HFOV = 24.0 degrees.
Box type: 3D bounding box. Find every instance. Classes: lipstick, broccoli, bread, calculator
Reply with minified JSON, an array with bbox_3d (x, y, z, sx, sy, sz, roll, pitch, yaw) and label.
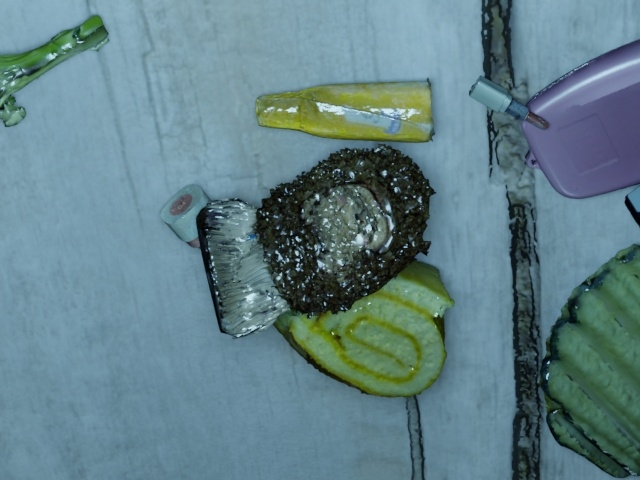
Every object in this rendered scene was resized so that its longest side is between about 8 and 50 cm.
[{"bbox_3d":[-0.131,0.010,1.973,0.063,0.057,0.186,-45,126,-8],"label":"lipstick"},{"bbox_3d":[-0.348,-0.211,1.783,0.204,0.118,0.122,-23,94,-8],"label":"broccoli"},{"bbox_3d":[0.055,0.093,2.008,0.257,0.124,0.186,22,114,-17],"label":"bread"},{"bbox_3d":[0.396,-0.155,1.909,0.294,0.043,0.194,-25,124,14],"label":"calculator"},{"bbox_3d":[0.237,-0.168,1.880,0.107,0.025,0.025,28,117,-5],"label":"lipstick"}]

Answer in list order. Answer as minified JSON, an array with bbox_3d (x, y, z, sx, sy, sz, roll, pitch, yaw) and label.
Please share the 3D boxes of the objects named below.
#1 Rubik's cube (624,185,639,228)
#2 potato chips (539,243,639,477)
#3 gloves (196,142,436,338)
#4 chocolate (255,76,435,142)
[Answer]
[{"bbox_3d":[0.508,-0.010,1.903,0.160,0.163,0.162,-35,129,13],"label":"Rubik's cube"},{"bbox_3d":[0.478,0.185,2.141,0.358,0.070,0.429,-36,121,15],"label":"potato chips"},{"bbox_3d":[-0.002,-0.006,1.870,0.312,0.210,0.135,-14,151,12],"label":"gloves"},{"bbox_3d":[0.029,-0.156,1.859,0.219,0.085,0.085,-1,125,0],"label":"chocolate"}]
